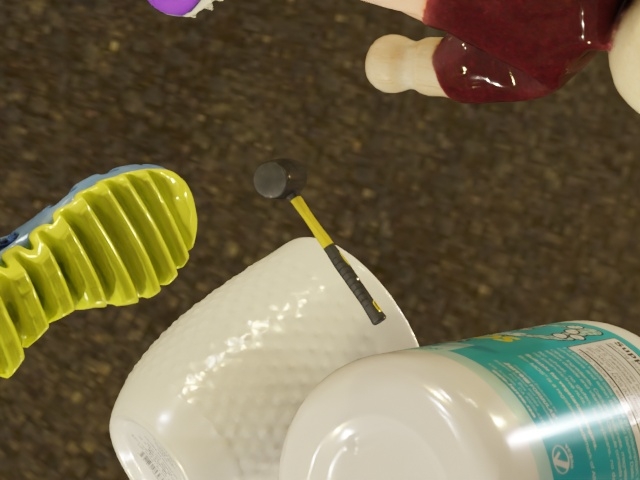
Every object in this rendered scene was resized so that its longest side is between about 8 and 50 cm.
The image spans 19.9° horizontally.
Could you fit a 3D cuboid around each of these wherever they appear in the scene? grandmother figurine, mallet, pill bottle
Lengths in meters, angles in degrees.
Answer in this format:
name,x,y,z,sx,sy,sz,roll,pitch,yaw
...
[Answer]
name,x,y,z,sx,sy,sz,roll,pitch,yaw
grandmother figurine,0.060,-0.126,0.800,0.342,0.208,0.104,24,64,6
mallet,0.000,0.000,1.741,0.039,0.190,0.062,-38,164,19
pill bottle,0.110,0.120,0.979,0.264,0.146,0.146,-4,104,-51

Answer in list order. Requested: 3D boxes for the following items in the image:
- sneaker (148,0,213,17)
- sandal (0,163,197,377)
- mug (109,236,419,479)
name,x,y,z,sx,sy,sz,roll,pitch,yaw
sneaker,-0.106,-0.247,0.972,0.146,0.102,0.293,-3,136,-13
sandal,-0.250,0.020,1.609,0.317,0.138,0.126,-29,117,-31
mug,-0.055,0.234,2.240,0.328,0.276,0.374,-34,95,-29
